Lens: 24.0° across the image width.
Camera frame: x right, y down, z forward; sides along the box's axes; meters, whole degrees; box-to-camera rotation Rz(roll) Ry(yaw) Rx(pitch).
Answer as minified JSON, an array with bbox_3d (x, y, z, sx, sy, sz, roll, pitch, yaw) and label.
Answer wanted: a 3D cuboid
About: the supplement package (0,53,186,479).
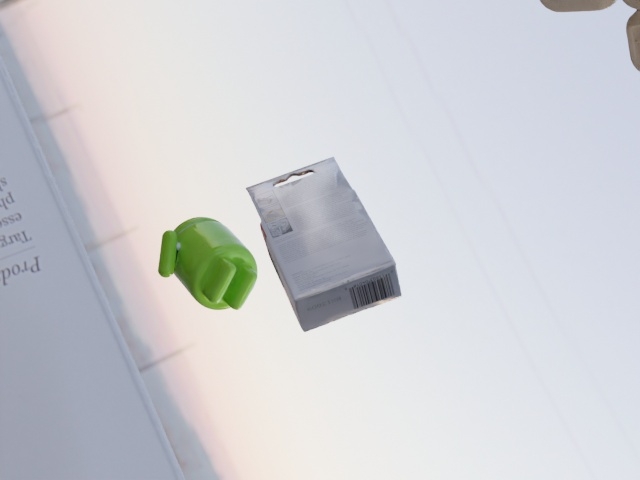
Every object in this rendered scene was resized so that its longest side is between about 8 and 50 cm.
[{"bbox_3d":[-0.164,0.057,0.452,0.262,0.199,0.198,66,-15,6],"label":"supplement package"}]

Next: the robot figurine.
[{"bbox_3d":[-0.101,0.020,1.387,0.101,0.067,0.115,18,15,-35],"label":"robot figurine"}]

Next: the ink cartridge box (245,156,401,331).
[{"bbox_3d":[0.000,0.000,0.901,0.115,0.063,0.029,-117,-171,-50],"label":"ink cartridge box"}]

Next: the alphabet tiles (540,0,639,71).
[{"bbox_3d":[0.278,-0.257,1.117,0.278,0.021,0.284,2,-62,34],"label":"alphabet tiles"}]
